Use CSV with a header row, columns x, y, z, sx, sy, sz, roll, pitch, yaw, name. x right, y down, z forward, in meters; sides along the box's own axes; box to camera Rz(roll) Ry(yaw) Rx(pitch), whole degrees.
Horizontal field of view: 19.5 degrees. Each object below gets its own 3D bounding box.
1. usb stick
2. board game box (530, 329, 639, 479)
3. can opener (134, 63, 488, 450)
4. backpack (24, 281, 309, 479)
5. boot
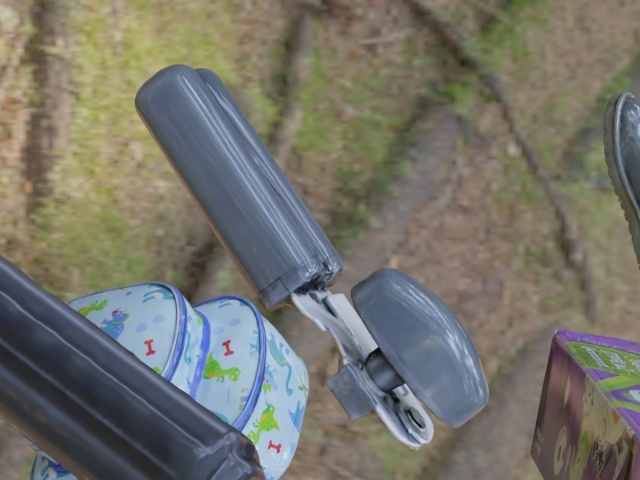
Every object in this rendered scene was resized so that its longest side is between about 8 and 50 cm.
x,y,z,sx,sy,sz,roll,pitch,yaw,name
-0.134,0.021,0.667,0.045,0.278,0.077,-48,159,-22,usb stick
0.171,0.084,0.407,0.208,0.347,0.056,13,97,-2,board game box
0.000,0.000,1.139,0.283,0.095,0.076,56,16,9,can opener
-0.070,0.071,0.823,0.105,0.114,0.084,-82,150,-41,backpack
0.344,-0.046,1.477,0.076,0.208,0.189,-44,118,-49,boot
